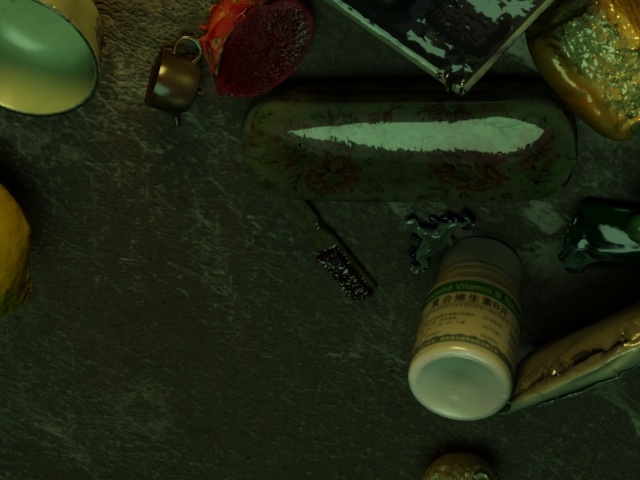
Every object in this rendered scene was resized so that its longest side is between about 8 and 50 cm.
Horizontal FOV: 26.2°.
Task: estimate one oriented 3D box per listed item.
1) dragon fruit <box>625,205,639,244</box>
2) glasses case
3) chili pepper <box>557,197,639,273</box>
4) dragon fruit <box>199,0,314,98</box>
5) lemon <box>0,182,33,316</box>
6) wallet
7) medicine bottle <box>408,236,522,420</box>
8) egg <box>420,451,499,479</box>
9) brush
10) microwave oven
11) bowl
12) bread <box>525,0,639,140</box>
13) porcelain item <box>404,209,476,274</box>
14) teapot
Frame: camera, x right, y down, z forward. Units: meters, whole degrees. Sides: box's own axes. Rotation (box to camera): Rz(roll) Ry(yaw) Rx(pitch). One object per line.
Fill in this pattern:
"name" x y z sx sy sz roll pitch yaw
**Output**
"dragon fruit" 0.503 -0.025 1.648 0.295 0.130 0.269 13 119 55
"glasses case" 0.109 -0.124 1.733 0.425 0.098 0.157 1 128 12
"chili pepper" 0.421 0.001 1.807 0.216 0.062 0.108 0 133 10
"dragon fruit" -0.094 -0.262 1.660 0.111 0.153 0.153 45 142 27
"lemon" -0.532 0.009 1.903 0.310 0.254 0.253 37 130 -21
"wallet" 0.378 0.141 1.836 0.335 0.274 0.068 -29 87 35
"medicine bottle" 0.201 0.112 1.834 0.139 0.237 0.139 9 132 10
"egg" 0.218 0.395 2.185 0.140 0.116 0.118 -29 92 33
"brush" 0.000 0.000 1.919 0.043 0.036 0.248 -22 124 24
"microwave oven" 0.085 -0.373 1.384 0.355 0.286 0.218 33 130 -13
"bowl" -0.355 -0.262 1.691 0.211 0.112 0.211 10 141 8
"bread" 0.297 -0.221 1.505 0.174 0.246 0.121 34 121 -20
"porcelain item" 0.146 -0.009 1.885 0.075 0.021 0.136 30 132 -15
"teapot" -0.177 -0.204 1.746 0.068 0.076 0.121 16 105 -16
